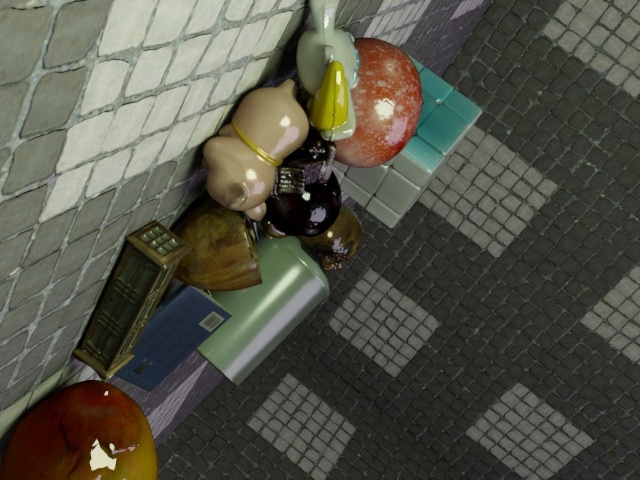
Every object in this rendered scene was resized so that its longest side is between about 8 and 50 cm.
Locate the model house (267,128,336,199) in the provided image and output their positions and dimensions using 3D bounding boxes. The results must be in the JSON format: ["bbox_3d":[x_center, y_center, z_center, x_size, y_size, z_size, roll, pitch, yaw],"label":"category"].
[{"bbox_3d":[-0.082,-0.152,1.439,0.164,0.141,0.203,-14,-172,-34],"label":"model house"}]

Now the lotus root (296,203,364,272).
[{"bbox_3d":[0.000,0.000,2.255,0.272,0.272,0.192,121,-15,-44],"label":"lotus root"}]

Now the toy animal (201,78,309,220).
[{"bbox_3d":[-0.111,-0.169,1.272,0.248,0.149,0.165,-64,157,1],"label":"toy animal"}]

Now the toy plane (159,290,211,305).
[{"bbox_3d":[-0.363,0.210,1.743,0.242,0.104,0.256,-34,160,-23],"label":"toy plane"}]

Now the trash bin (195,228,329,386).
[{"bbox_3d":[-0.179,0.173,2.056,0.432,0.280,0.280,-47,173,-13],"label":"trash bin"}]

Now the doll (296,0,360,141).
[{"bbox_3d":[0.014,-0.298,1.276,0.237,0.111,0.252,141,-55,-88],"label":"doll"}]

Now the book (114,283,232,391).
[{"bbox_3d":[-0.346,0.220,1.647,0.269,0.025,0.191,-43,144,-1],"label":"book"}]

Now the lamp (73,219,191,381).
[{"bbox_3d":[-0.348,0.115,1.325,0.325,0.089,0.090,-57,172,33],"label":"lamp"}]

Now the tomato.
[{"bbox_3d":[0.078,-0.291,1.504,0.270,0.227,0.270,-39,-141,41],"label":"tomato"}]

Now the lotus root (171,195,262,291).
[{"bbox_3d":[-0.218,0.000,1.431,0.180,0.199,0.188,-15,135,0],"label":"lotus root"}]

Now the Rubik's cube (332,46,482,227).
[{"bbox_3d":[0.213,-0.292,2.092,0.322,0.316,0.319,-47,172,-30],"label":"Rubik's cube"}]

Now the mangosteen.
[{"bbox_3d":[-0.073,-0.097,1.760,0.250,0.211,0.211,-20,-168,31],"label":"mangosteen"}]

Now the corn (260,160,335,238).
[{"bbox_3d":[-0.059,-0.139,1.909,0.322,0.119,0.119,-60,171,22],"label":"corn"}]

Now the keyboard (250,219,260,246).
[{"bbox_3d":[-0.146,-0.064,1.512,0.198,0.010,0.064,-111,-172,-56],"label":"keyboard"}]

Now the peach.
[{"bbox_3d":[-0.461,0.443,1.406,0.373,0.290,0.372,-53,173,-10],"label":"peach"}]
